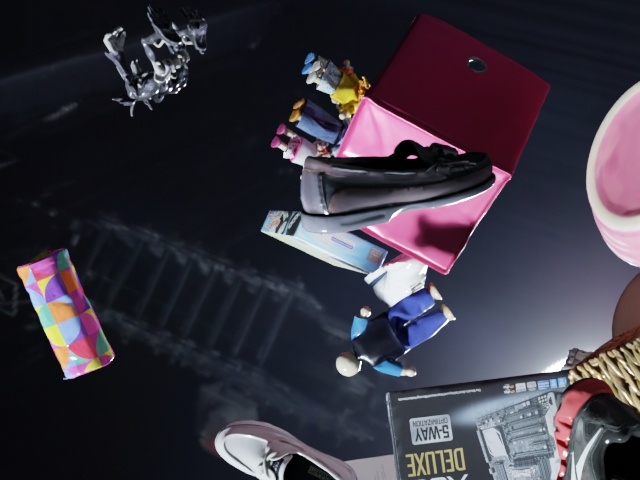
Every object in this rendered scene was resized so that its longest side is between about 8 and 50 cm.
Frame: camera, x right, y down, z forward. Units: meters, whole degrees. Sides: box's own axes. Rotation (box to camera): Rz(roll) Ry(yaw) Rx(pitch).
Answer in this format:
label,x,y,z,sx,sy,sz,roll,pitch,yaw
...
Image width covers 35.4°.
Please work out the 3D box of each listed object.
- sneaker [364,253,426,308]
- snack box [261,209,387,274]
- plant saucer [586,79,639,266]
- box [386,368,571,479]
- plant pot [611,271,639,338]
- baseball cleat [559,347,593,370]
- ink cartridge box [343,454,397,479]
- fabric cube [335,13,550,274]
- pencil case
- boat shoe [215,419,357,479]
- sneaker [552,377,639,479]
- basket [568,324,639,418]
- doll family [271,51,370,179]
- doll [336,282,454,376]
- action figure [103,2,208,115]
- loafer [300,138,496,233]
label,x,y,z,sx,sy,sz,roll,pitch,yaw
sneaker,0.158,0.072,1.841,0.090,0.095,0.235,-27,-7,-15
snack box,0.000,0.000,2.087,0.060,0.187,0.322,-65,15,-4
plant saucer,0.515,-0.124,1.507,0.332,0.084,0.332,-46,36,48
box,0.271,0.346,1.616,0.076,0.307,0.243,84,179,-79
plant pot,0.674,0.170,1.745,0.191,0.284,0.284,-58,-11,-87
baseball cleat,0.539,0.289,2.032,0.109,0.072,0.206,-62,-35,-23
ink cartridge box,0.198,0.542,2.198,0.207,0.353,0.119,106,156,-61
fabric cube,0.179,-0.158,1.618,0.258,0.254,0.259,-58,-3,-43
pencil case,-0.451,0.132,1.782,0.104,0.104,0.236,-33,-76,-56
boat shoe,-0.066,0.396,1.764,0.096,0.267,0.088,-66,-9,2
sneaker,0.354,0.318,1.256,0.097,0.135,0.276,-8,-72,-24
basket,0.555,0.267,1.530,0.213,0.299,0.223,-32,-12,27
doll family,0.029,-0.239,1.931,0.118,0.163,0.263,-4,61,63
doll,0.107,0.146,1.494,0.189,0.129,0.046,-32,6,1
action figure,-0.315,-0.352,1.911,0.164,0.141,0.275,-16,-14,-36
loafer,0.104,-0.085,1.253,0.302,0.109,0.095,-17,-73,-34
